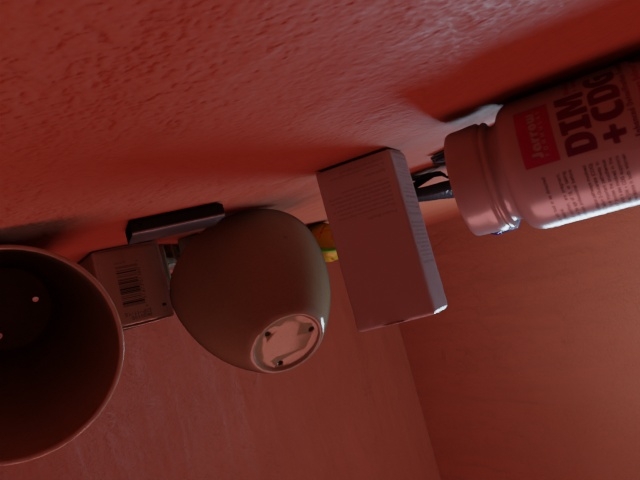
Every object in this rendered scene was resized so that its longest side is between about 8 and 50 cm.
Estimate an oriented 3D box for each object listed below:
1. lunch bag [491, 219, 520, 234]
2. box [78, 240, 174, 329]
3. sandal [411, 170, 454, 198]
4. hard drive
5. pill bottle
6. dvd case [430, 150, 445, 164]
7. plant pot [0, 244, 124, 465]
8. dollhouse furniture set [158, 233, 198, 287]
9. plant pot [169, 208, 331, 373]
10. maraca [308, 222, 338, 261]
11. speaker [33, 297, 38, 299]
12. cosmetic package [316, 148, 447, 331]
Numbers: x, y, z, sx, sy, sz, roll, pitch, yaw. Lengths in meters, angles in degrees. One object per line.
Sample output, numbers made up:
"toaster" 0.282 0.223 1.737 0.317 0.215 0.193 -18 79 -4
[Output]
"lunch bag" 0.352 -0.089 1.284 0.096 0.151 0.128 -18 176 36
"box" -0.401 0.106 1.238 0.121 0.148 0.311 -12 174 -33
"sandal" 0.179 -0.103 1.253 0.097 0.055 0.254 -3 179 -41
"hard drive" -0.215 -0.025 0.947 0.135 0.022 0.094 -14 176 -21
"pill bottle" 0.300 -0.105 0.745 0.283 0.161 0.160 -17 176 26
"dvd case" 0.299 -0.164 0.986 0.164 0.018 0.221 -12 176 -31
"plant pot" -0.413 0.116 0.849 0.256 0.257 0.274 -13 -167 -24
"dollhouse furniture set" -0.199 0.067 1.320 0.241 0.161 0.212 -16 176 11
"plant pot" -0.093 0.115 1.101 0.284 0.284 0.191 -14 -141 -23
"maraca" 0.000 0.000 1.696 0.127 0.099 0.185 -10 -160 -37
"speaker" -0.511 0.080 1.081 0.136 0.055 0.055 -16 176 3
"cosmetic package" 0.086 0.000 0.899 0.117 0.231 0.085 -16 176 24
